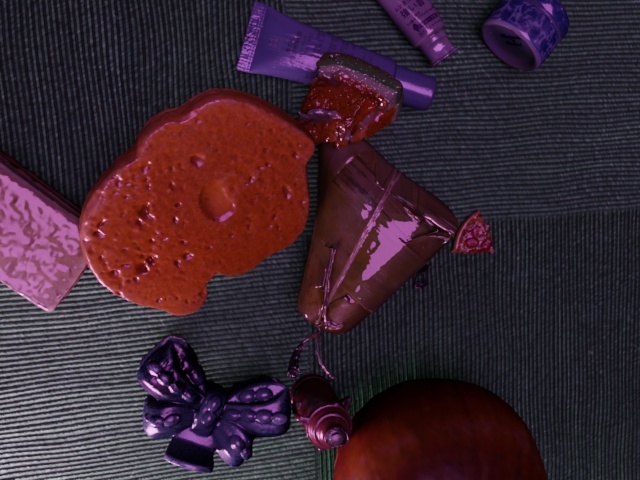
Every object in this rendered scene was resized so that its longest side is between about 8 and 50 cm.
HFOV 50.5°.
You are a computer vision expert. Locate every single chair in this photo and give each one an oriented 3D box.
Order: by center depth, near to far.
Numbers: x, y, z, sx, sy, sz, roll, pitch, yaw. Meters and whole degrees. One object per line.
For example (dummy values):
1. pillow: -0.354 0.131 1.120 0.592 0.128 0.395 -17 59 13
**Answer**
1. chair: 0.212 0.061 1.448 0.037 0.042 0.086 -12 136 -9

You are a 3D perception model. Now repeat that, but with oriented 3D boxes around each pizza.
1. pizza: 0.335 -0.017 1.463 0.100 0.029 0.099 1 97 -13

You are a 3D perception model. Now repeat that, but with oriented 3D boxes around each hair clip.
1. hair clip: -0.220 0.326 1.322 0.310 0.194 0.206 25 82 -10

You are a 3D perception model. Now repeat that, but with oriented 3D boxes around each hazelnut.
1. hazelnut: 0.241 0.463 1.341 0.429 0.402 0.402 12 95 -13

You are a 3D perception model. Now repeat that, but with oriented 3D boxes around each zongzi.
1. zongzi: 0.000 0.000 1.340 0.447 0.181 0.418 -45 88 2

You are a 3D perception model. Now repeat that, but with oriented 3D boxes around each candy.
1. candy: -0.554 -0.035 1.214 0.321 0.135 0.179 39 90 -14

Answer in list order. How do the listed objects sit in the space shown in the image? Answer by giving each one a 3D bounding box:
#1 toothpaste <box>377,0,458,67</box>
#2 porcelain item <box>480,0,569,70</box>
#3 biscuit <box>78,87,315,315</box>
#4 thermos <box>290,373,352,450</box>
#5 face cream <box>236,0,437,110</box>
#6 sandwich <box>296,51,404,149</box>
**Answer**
1. toothpaste: 0.161 -0.484 1.345 0.114 0.073 0.299 -37 96 -5
2. porcelain item: 0.412 -0.429 1.361 0.147 0.147 0.114 39 87 -14
3. biscuit: -0.210 -0.069 1.203 0.455 0.078 0.350 -34 131 -1
4. thermos: 0.001 0.344 1.337 0.124 0.232 0.099 20 94 -13
5. face cream: 0.038 -0.342 1.328 0.385 0.086 0.135 16 91 -9
6. sandwich: 0.056 -0.246 1.250 0.185 0.109 0.160 15 64 1
